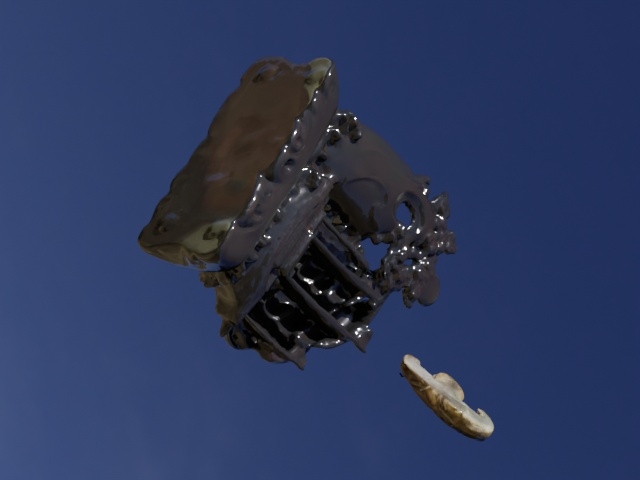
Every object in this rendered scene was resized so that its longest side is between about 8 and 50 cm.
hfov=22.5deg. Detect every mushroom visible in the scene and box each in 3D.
[{"bbox_3d":[0.108,0.135,1.390,0.101,0.049,0.019,40,-65,0],"label":"mushroom"}]

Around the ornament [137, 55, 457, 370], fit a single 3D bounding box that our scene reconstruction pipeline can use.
[{"bbox_3d":[0.000,0.000,1.388,0.106,0.251,0.260,4,-38,47],"label":"ornament"}]
